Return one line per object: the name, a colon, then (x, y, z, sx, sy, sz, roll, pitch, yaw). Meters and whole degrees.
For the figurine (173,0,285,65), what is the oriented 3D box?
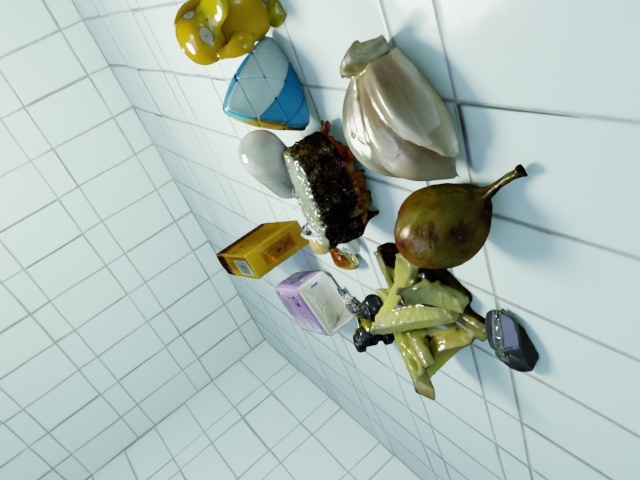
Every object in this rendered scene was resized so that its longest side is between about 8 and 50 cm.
figurine: (-0.223, -0.521, 1.241, 0.215, 0.228, 0.215, 20, 124, 34)

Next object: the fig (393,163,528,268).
fig: (0.286, -0.035, 1.026, 0.290, 0.190, 0.190, -9, 117, 49)

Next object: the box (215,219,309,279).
box: (-0.247, 0.033, 2.131, 0.115, 0.264, 0.415, 58, 157, -13)

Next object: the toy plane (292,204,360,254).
toy plane: (0.021, -0.040, 1.637, 0.255, 0.101, 0.251, 44, 138, 2)

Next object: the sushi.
sushi: (0.019, -0.150, 1.395, 0.196, 0.182, 0.343, 37, 154, 48)

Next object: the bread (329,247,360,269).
bread: (0.085, 0.052, 1.737, 0.136, 0.054, 0.154, 34, 158, 44)

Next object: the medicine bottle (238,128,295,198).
medicine bottle: (-0.134, -0.217, 1.498, 0.130, 0.130, 0.341, 49, -177, 13)

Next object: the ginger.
ginger: (0.257, 0.219, 1.421, 0.413, 0.211, 0.358, 57, 157, -8)

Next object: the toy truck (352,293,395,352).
toy truck: (0.182, 0.288, 1.815, 0.224, 0.147, 0.165, 105, 150, -68)

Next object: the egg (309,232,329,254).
egg: (0.000, 0.000, 1.803, 0.080, 0.080, 0.096, 21, 133, 55)

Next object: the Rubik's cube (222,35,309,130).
Rubik's cube: (-0.163, -0.414, 1.385, 0.254, 0.254, 0.254, 44, 158, 24)

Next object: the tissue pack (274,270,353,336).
tissue pack: (-0.034, 0.252, 2.160, 0.242, 0.160, 0.338, 58, 160, -9)

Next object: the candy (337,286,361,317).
candy: (0.135, 0.267, 1.975, 0.226, 0.051, 0.094, 52, 166, 10)

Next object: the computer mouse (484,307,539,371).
computer mouse: (0.452, 0.250, 1.251, 0.192, 0.062, 0.106, 60, 158, -20)

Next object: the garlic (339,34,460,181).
garlic: (0.141, -0.239, 1.060, 0.325, 0.132, 0.279, 61, 167, -6)
